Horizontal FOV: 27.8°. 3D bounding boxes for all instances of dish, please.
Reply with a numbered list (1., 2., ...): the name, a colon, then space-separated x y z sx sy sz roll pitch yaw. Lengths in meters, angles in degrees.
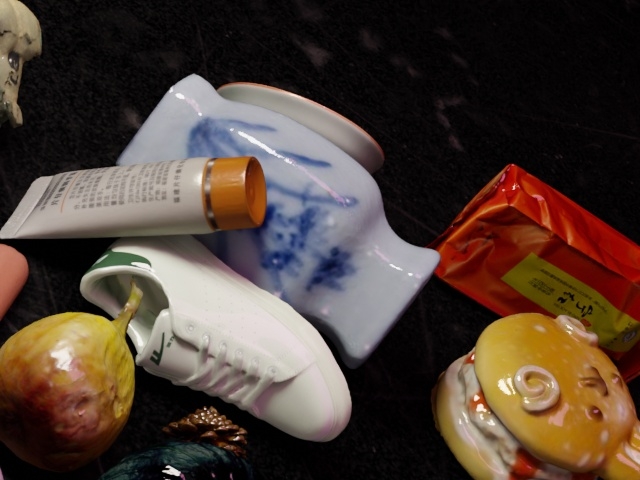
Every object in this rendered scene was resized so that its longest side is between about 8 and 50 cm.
1. dish: -0.044 -0.122 1.828 0.260 0.260 0.085 26 74 -19

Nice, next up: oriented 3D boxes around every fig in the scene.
1. fig: -0.256 0.126 1.392 0.159 0.159 0.257 37 43 -5

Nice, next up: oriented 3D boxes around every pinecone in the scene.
1. pinecone: -0.123 0.242 1.444 0.102 0.102 0.109 -8 66 -46

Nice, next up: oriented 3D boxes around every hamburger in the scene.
1. hamburger: 0.320 0.242 1.769 0.261 0.186 0.302 -19 69 -49

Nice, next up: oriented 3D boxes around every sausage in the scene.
1. sausage: -0.374 0.063 1.434 0.062 0.062 0.154 34 37 -9

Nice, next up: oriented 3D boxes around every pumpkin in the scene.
1. pumpkin: -0.106 0.300 1.274 0.248 0.248 0.248 24 39 -22

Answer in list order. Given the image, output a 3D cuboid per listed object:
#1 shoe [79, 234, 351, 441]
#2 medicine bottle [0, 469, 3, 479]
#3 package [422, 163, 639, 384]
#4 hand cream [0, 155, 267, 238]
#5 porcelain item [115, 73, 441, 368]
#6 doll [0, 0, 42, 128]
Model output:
1. shoe: -0.130 0.125 1.536 0.363 0.132 0.160 41 35 8
2. medicine bottle: -0.435 0.115 1.193 0.219 0.219 0.388 0 51 -42
3. package: 0.370 0.054 2.000 0.424 0.196 0.123 30 36 -17
4. hand cream: -0.226 -0.048 1.544 0.314 0.089 0.139 0 35 16
5. porcelain item: -0.056 -0.028 1.663 0.405 0.242 0.178 38 10 1
6. doll: -0.473 -0.275 1.522 0.247 0.247 0.349 -38 108 -53
